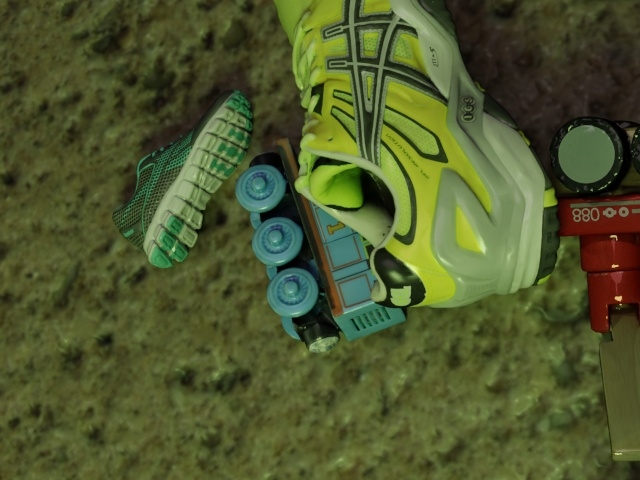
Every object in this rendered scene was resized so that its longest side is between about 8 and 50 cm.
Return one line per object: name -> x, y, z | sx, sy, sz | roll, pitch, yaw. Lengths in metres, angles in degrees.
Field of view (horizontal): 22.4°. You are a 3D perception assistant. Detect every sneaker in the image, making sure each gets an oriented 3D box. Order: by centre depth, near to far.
sneaker -> 0.037, -0.109, 1.258 | 0.147, 0.145, 0.384 | -18, 52, -19
sneaker -> -0.122, -0.063, 1.381 | 0.076, 0.065, 0.166 | 27, 81, 29

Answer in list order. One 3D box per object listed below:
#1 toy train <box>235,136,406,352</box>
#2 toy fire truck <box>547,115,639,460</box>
toy train -> 0.000, 0.000, 1.309 | 0.105, 0.080, 0.184 | -19, 64, 3
toy fire truck -> 0.277, 0.027, 1.176 | 0.217, 0.158, 0.246 | -3, 91, 24
